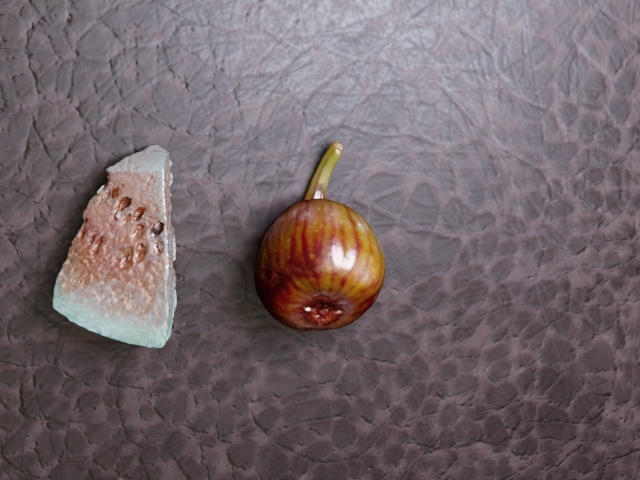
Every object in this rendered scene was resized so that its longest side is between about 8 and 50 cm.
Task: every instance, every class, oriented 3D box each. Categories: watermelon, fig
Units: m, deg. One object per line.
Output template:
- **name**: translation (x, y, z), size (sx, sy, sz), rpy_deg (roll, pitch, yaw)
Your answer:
- **watermelon**: translation (-0.239, -0.002, 1.894), size (0.154, 0.094, 0.241), rpy_deg (14, 101, -3)
- **fig**: translation (-0.003, 0.007, 1.908), size (0.175, 0.207, 0.175), rpy_deg (-7, 142, -5)
